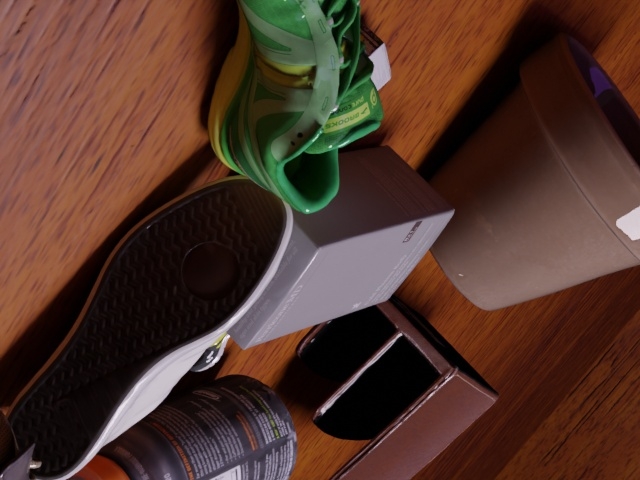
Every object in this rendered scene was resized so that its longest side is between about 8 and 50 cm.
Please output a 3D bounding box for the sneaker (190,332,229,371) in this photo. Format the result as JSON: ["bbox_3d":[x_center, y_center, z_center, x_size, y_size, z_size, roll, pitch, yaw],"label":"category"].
[{"bbox_3d":[-0.102,0.085,1.221,0.083,0.031,0.035,-52,146,6],"label":"sneaker"}]

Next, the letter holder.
[{"bbox_3d":[0.066,0.193,1.575,0.214,0.152,0.302,-45,160,3],"label":"letter holder"}]

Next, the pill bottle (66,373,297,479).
[{"bbox_3d":[-0.141,0.216,1.239,0.246,0.130,0.130,-15,144,-54],"label":"pill bottle"}]

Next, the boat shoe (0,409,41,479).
[{"bbox_3d":[-0.248,0.176,0.900,0.130,0.132,0.355,-48,150,-15],"label":"boat shoe"}]

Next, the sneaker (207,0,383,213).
[{"bbox_3d":[0.000,-0.129,0.870,0.109,0.123,0.295,-35,157,-26],"label":"sneaker"}]

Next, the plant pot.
[{"bbox_3d":[0.229,-0.046,1.356,0.229,0.263,0.263,-34,165,21],"label":"plant pot"}]

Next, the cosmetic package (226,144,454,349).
[{"bbox_3d":[0.000,0.000,1.148,0.238,0.107,0.127,-20,151,-56],"label":"cosmetic package"}]

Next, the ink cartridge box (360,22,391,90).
[{"bbox_3d":[0.004,-0.114,1.045,0.115,0.029,0.063,-42,160,-7],"label":"ink cartridge box"}]

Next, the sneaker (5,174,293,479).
[{"bbox_3d":[-0.133,0.060,1.037,0.290,0.106,0.123,-45,178,5],"label":"sneaker"}]
